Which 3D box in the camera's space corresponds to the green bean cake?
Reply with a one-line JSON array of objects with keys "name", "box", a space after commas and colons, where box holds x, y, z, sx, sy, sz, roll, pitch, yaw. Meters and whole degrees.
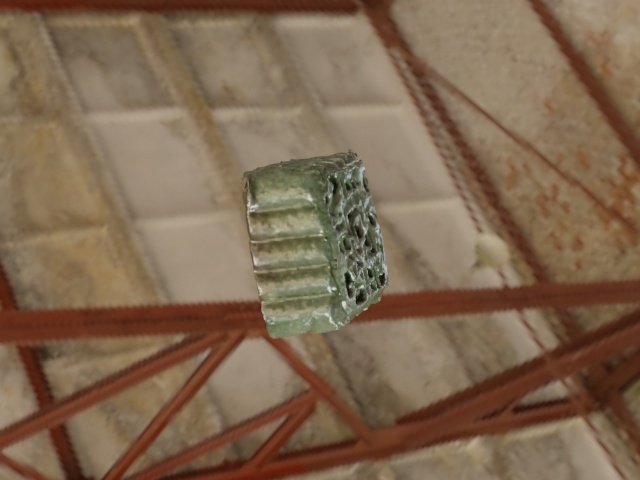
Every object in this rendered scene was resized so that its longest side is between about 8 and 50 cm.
[{"name": "green bean cake", "box": [0.000, 0.000, 1.522, 0.181, 0.094, 0.173, -24, -75, -69]}]
